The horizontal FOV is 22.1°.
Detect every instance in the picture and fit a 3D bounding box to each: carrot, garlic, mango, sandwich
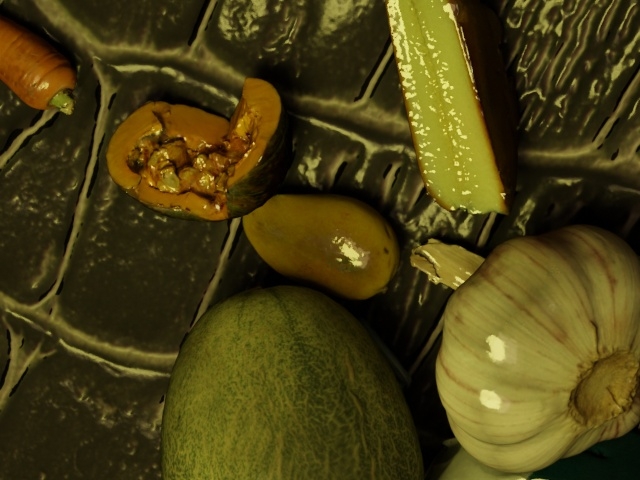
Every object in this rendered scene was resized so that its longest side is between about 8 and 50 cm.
[{"bbox_3d":[-0.336,-0.208,1.601,0.256,0.061,0.061,37,118,6],"label":"carrot"},{"bbox_3d":[0.180,0.076,1.540,0.253,0.245,0.245,38,126,37],"label":"garlic"},{"bbox_3d":[0.000,0.000,1.596,0.161,0.076,0.103,18,121,10],"label":"mango"},{"bbox_3d":[0.122,-0.144,1.493,0.090,0.088,0.244,-4,118,25],"label":"sandwich"}]

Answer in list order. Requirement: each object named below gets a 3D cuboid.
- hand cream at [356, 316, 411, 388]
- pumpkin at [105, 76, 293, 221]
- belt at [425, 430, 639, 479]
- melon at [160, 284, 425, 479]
[{"bbox_3d":[-0.026,0.179,1.700,0.256,0.055,0.088,-36,91,23],"label":"hand cream"},{"bbox_3d":[-0.102,-0.076,1.565,0.183,0.119,0.108,-6,149,22],"label":"pumpkin"},{"bbox_3d":[0.286,0.356,1.637,0.436,0.173,0.300,32,117,-1],"label":"belt"},{"bbox_3d":[-0.030,0.205,1.555,0.248,0.248,0.329,-16,75,21],"label":"melon"}]
